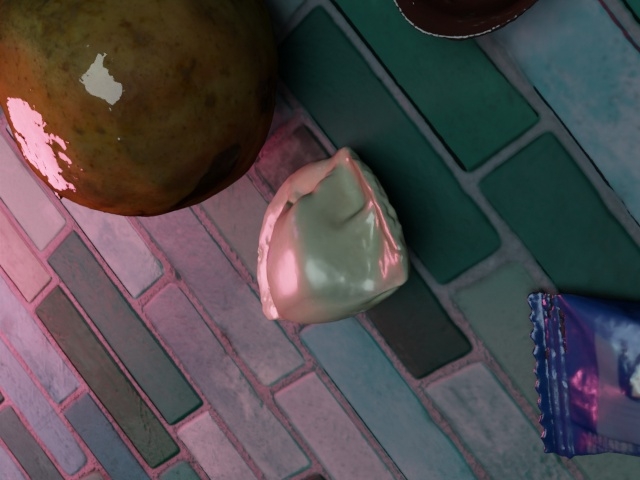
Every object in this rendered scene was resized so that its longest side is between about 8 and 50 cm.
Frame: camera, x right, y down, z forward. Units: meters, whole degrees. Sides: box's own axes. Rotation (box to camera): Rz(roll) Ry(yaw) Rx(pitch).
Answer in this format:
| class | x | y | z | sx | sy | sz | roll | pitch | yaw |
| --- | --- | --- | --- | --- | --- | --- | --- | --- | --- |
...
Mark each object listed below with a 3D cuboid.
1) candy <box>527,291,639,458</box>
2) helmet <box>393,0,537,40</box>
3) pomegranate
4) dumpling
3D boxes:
| class | x | y | z | sx | sy | sz | roll | pitch | yaw |
| --- | --- | --- | --- | --- | --- | --- | --- | --- | --- |
| candy | 0.364 | 0.141 | 0.554 | 0.331 | 0.077 | 0.187 | -1 | 99 | 26 |
| helmet | 0.139 | -0.258 | 0.508 | 0.155 | 0.106 | 0.175 | 28 | 120 | 14 |
| pomegranate | -0.173 | -0.163 | 0.600 | 0.281 | 0.281 | 0.281 | 8 | 110 | 23 |
| dumpling | 0.000 | 0.000 | 0.670 | 0.252 | 0.131 | 0.179 | -31 | 71 | 51 |
